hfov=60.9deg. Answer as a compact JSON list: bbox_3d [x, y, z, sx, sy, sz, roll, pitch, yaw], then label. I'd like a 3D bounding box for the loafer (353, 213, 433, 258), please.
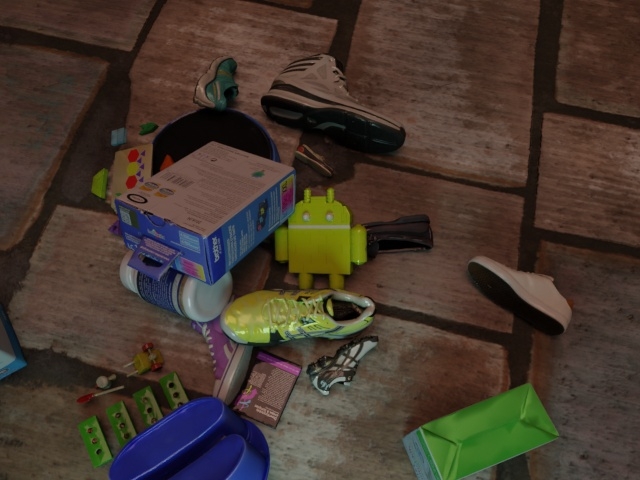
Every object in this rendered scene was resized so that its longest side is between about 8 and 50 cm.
[{"bbox_3d":[0.161,0.003,1.462,0.303,0.109,0.095,-12,71,-9],"label":"loafer"}]

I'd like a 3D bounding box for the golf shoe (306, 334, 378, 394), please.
[{"bbox_3d":[0.067,0.305,1.340,0.198,0.077,0.093,-28,83,-9],"label":"golf shoe"}]

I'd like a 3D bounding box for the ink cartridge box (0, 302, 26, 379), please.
[{"bbox_3d":[-0.857,0.225,1.242,0.198,0.270,0.197,-29,69,-14],"label":"ink cartridge box"}]

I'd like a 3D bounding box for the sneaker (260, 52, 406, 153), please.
[{"bbox_3d":[0.069,-0.439,1.631,0.448,0.169,0.257,20,68,11],"label":"sneaker"}]

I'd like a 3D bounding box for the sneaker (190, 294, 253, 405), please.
[{"bbox_3d":[-0.252,0.262,1.338,0.161,0.102,0.282,8,54,6],"label":"sneaker"}]

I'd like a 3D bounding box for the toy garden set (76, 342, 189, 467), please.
[{"bbox_3d":[-0.452,0.383,1.300,0.244,0.049,0.203,-27,70,-12],"label":"toy garden set"}]

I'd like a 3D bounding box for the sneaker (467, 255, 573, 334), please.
[{"bbox_3d":[0.523,0.118,1.424,0.290,0.106,0.123,37,60,7],"label":"sneaker"}]

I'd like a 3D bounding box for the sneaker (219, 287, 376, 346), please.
[{"bbox_3d":[-0.047,0.165,1.305,0.385,0.147,0.145,-2,66,-21],"label":"sneaker"}]

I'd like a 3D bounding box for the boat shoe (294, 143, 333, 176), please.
[{"bbox_3d":[-0.013,-0.236,1.603,0.137,0.049,0.043,35,67,20],"label":"boat shoe"}]

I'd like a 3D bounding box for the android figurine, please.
[{"bbox_3d":[0.000,0.000,1.407,0.249,0.056,0.272,2,96,17],"label":"android figurine"}]

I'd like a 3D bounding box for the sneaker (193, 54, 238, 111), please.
[{"bbox_3d":[-0.300,-0.469,1.657,0.110,0.107,0.275,22,42,-8],"label":"sneaker"}]

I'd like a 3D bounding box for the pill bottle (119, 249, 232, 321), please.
[{"bbox_3d":[-0.360,0.096,1.342,0.265,0.153,0.153,13,62,32],"label":"pill bottle"}]

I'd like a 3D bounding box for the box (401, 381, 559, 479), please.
[{"bbox_3d":[0.336,0.434,1.188,0.262,0.231,0.126,-18,67,-9],"label":"box"}]

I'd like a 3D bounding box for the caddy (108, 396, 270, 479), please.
[{"bbox_3d":[-0.277,0.508,1.175,0.341,0.179,0.241,-32,47,-14],"label":"caddy"}]

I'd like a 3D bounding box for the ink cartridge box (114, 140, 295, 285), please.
[{"bbox_3d":[-0.277,-0.064,1.272,0.270,0.151,0.395,21,40,24],"label":"ink cartridge box"}]

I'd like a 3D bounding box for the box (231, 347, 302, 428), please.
[{"bbox_3d":[-0.128,0.360,1.326,0.116,0.029,0.162,21,65,10],"label":"box"}]

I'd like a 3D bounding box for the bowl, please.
[{"bbox_3d":[-0.311,-0.221,1.572,0.392,0.077,0.390,1,64,-1],"label":"bowl"}]

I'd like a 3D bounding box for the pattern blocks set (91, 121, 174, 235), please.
[{"bbox_3d":[-0.519,-0.170,1.511,0.286,0.026,0.324,1,78,25],"label":"pattern blocks set"}]
